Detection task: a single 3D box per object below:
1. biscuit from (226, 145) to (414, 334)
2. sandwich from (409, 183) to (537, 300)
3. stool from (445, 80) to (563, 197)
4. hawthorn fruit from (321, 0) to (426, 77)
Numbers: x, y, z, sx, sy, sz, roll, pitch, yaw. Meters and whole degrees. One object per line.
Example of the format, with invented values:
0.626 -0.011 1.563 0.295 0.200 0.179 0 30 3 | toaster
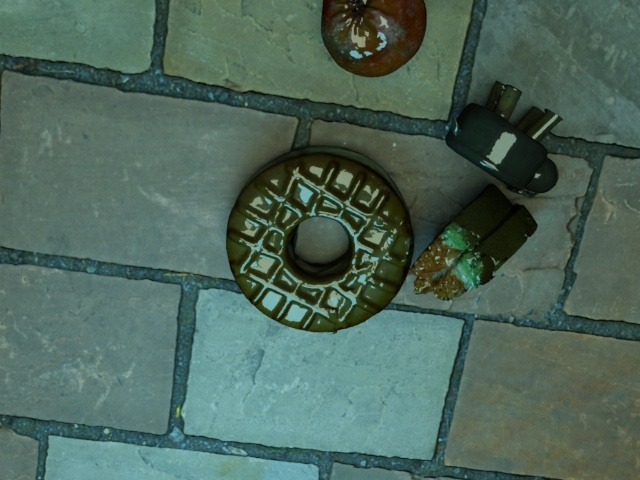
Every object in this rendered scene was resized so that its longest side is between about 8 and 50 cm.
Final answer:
0.000 0.000 1.387 0.332 0.103 0.332 0 107 -1 | biscuit
0.249 0.002 1.344 0.109 0.292 0.212 52 140 2 | sandwich
0.310 -0.166 1.334 0.228 0.153 0.139 19 108 -53 | stool
0.085 -0.335 1.254 0.173 0.173 0.172 -1 108 -2 | hawthorn fruit
